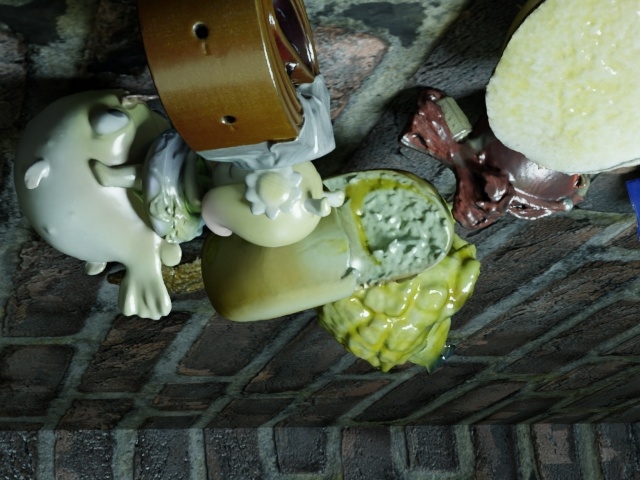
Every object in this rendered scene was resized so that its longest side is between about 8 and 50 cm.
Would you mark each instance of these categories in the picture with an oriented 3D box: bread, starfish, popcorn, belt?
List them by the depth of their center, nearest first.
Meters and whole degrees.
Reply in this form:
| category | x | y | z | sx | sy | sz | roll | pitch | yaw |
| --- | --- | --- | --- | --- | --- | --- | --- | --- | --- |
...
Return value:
| category | x | y | z | sx | sy | sz | roll | pitch | yaw |
| --- | --- | --- | --- | --- | --- | --- | --- | --- | --- |
| belt | -0.073 | -0.184 | 1.180 | 0.122 | 0.217 | 0.339 | -8 | 168 | 9 |
| bread | 0.000 | 0.000 | 1.565 | 0.333 | 0.160 | 0.333 | -15 | 179 | 0 |
| popcorn | 0.117 | 0.054 | 1.850 | 0.293 | 0.237 | 0.293 | -38 | 160 | -17 |
| starfish | -0.231 | 0.038 | 1.940 | 0.375 | 0.094 | 0.327 | -10 | 162 | 29 |

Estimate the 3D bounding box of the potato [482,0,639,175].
| category | x | y | z | sx | sy | sz | roll | pitch | yaw |
| --- | --- | --- | --- | --- | --- | --- | --- | --- | --- |
| potato | 0.320 | -0.207 | 1.319 | 0.239 | 0.116 | 0.299 | 28 | 133 | -9 |

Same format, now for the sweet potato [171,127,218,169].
| category | x | y | z | sx | sy | sz | roll | pitch | yaw |
| --- | --- | --- | --- | --- | --- | --- | --- | --- | --- |
| sweet potato | -0.123 | -0.091 | 1.619 | 0.285 | 0.085 | 0.112 | 11 | 168 | -37 |

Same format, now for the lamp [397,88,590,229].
| category | x | y | z | sx | sy | sz | roll | pitch | yaw |
| --- | --- | --- | --- | --- | --- | --- | --- | --- | --- |
| lamp | 0.239 | -0.122 | 1.531 | 0.223 | 0.215 | 0.151 | -12 | 151 | -44 |

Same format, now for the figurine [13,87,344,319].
| category | x | y | z | sx | sy | sz | roll | pitch | yaw |
| --- | --- | --- | --- | --- | --- | --- | --- | --- | --- |
| figurine | -0.164 | -0.038 | 1.415 | 0.394 | 0.275 | 0.226 | 4 | -169 | 19 |

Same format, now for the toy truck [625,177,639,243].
| category | x | y | z | sx | sy | sz | roll | pitch | yaw |
| --- | --- | --- | --- | --- | --- | --- | --- | --- | --- |
| toy truck | 0.574 | -0.058 | 1.805 | 0.213 | 0.161 | 0.177 | -12 | 178 | 19 |
